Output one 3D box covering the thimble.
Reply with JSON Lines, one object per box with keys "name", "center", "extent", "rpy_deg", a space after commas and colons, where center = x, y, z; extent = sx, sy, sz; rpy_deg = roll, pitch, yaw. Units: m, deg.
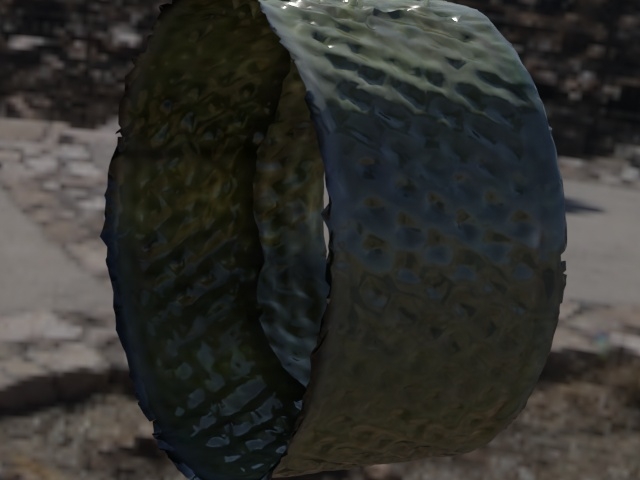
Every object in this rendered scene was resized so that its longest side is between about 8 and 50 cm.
{"name": "thimble", "center": [0.000, 0.000, 0.958], "extent": [0.150, 0.270, 0.271], "rpy_deg": [-3, 20, -29]}
